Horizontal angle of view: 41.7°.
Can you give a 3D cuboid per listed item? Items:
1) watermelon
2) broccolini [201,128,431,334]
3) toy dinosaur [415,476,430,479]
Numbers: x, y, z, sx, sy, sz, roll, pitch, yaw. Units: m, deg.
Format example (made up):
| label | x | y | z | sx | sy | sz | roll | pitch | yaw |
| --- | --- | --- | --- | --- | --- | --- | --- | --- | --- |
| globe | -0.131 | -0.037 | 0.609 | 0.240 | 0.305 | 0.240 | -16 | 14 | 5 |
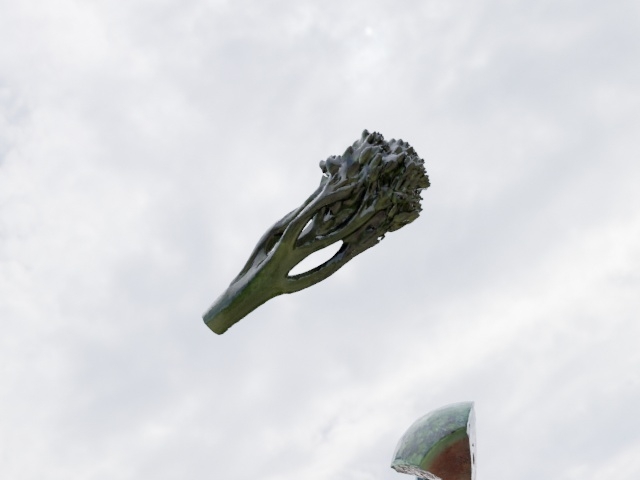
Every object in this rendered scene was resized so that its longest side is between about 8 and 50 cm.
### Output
| label | x | y | z | sx | sy | sz | roll | pitch | yaw |
| --- | --- | --- | --- | --- | --- | --- | --- | --- | --- |
| watermelon | 0.112 | 0.183 | 0.753 | 0.092 | 0.084 | 0.072 | -41 | -67 | -21 |
| broccolini | -0.006 | -0.005 | 0.616 | 0.202 | 0.091 | 0.068 | -41 | -21 | -11 |
| toy dinosaur | 0.127 | 0.274 | 0.885 | 0.047 | 0.083 | 0.030 | -53 | -14 | 31 |
